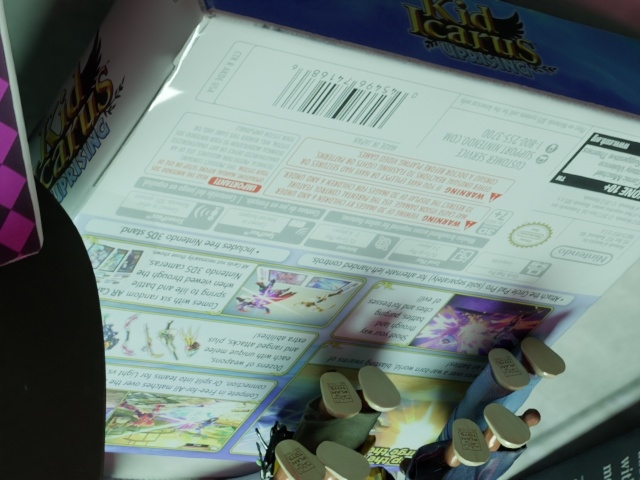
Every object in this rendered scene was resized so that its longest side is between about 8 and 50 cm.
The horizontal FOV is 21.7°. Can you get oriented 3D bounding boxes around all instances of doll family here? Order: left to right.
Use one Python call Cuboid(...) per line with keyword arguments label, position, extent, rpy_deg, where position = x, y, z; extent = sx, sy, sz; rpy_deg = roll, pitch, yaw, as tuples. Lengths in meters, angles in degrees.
Cuboid(label="doll family", position=(0.029, 0.104, 0.729), extent=(0.193, 0.076, 0.111), rpy_deg=(-3, 137, -28))

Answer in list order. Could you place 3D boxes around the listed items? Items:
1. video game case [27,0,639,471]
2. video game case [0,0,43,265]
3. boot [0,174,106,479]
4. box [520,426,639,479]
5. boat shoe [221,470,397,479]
Cuboid(label="video game case", position=(0.000, 0.000, 0.692), extent=(0.270, 0.061, 0.244), rpy_deg=(10, 134, -36))
Cuboid(label="video game case", position=(-0.154, -0.134, 0.501), extent=(0.042, 0.210, 0.232), rpy_deg=(-23, 139, -21))
Cuboid(label="boot", position=(-0.147, 0.027, 0.597), extent=(0.112, 0.305, 0.115), rpy_deg=(-13, 138, -19))
Cuboid(label="box", position=(0.323, 0.201, 0.813), extent=(0.293, 0.212, 0.395), rpy_deg=(33, 133, -31))
Cuboid(label="boat shoe", position=(-0.026, 0.148, 0.892), extent=(0.142, 0.040, 0.049), rpy_deg=(-16, 133, 12))
